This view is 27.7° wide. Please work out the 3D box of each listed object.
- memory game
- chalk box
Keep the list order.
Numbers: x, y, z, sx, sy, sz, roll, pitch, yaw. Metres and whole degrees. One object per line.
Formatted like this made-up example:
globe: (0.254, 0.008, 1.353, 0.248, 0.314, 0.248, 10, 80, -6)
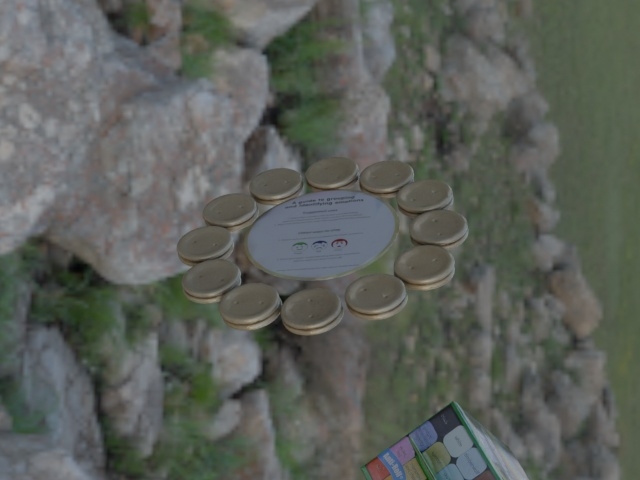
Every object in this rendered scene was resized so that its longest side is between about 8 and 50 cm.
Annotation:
memory game: (0.000, 0.000, 0.814, 0.186, 0.186, 0.012, -64, 150, -49)
chalk box: (0.143, 0.276, 1.405, 0.213, 0.132, 0.132, 41, 15, -50)
